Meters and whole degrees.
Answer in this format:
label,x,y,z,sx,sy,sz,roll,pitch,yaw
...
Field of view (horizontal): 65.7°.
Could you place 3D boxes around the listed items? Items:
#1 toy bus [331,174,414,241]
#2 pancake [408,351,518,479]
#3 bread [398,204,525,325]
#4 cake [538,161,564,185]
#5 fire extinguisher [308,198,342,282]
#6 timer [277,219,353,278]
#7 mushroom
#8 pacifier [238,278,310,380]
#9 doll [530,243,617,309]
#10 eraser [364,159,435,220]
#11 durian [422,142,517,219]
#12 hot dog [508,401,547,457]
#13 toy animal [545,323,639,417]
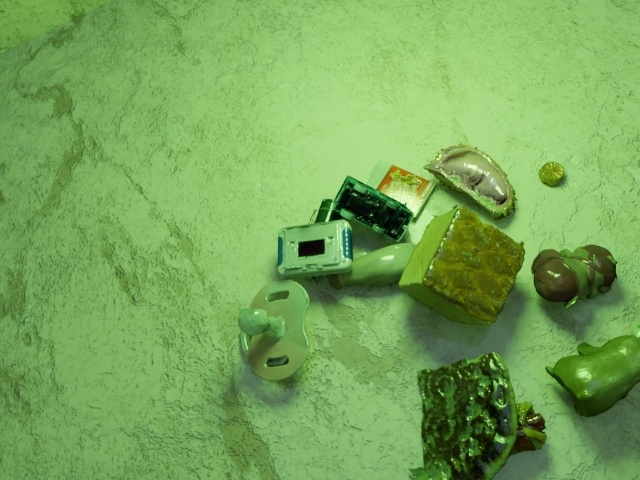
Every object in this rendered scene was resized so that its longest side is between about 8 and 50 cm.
label,x,y,z,sx,sy,sz,roll,pitch,yaw
toy bus,0.176,-0.111,1.684,0.256,0.147,0.128,26,106,-7
pancake,0.402,0.530,1.401,0.305,0.067,0.426,-10,59,38
bread,0.430,0.086,1.519,0.279,0.207,0.279,30,75,-11
cake,0.807,-0.232,1.730,0.084,0.044,0.084,-3,65,7
fire extinguisher,0.000,0.000,1.739,0.118,0.093,0.294,28,69,-24
timer,-0.021,0.027,1.636,0.254,0.078,0.178,-8,68,15
mushroom,0.192,0.087,1.653,0.350,0.128,0.128,-10,65,10
pacifier,-0.149,0.275,1.577,0.221,0.273,0.331,2,66,-7
doll,0.771,0.105,1.527,0.256,0.152,0.196,-17,31,-15
eraser,0.279,-0.186,1.802,0.230,0.038,0.157,27,73,20
durian,0.540,-0.209,1.735,0.341,0.112,0.191,36,67,14
hot dog,0.528,0.540,1.397,0.213,0.103,0.146,-25,67,2
toy animal,0.837,0.353,1.399,0.363,0.180,0.181,-27,71,-10
